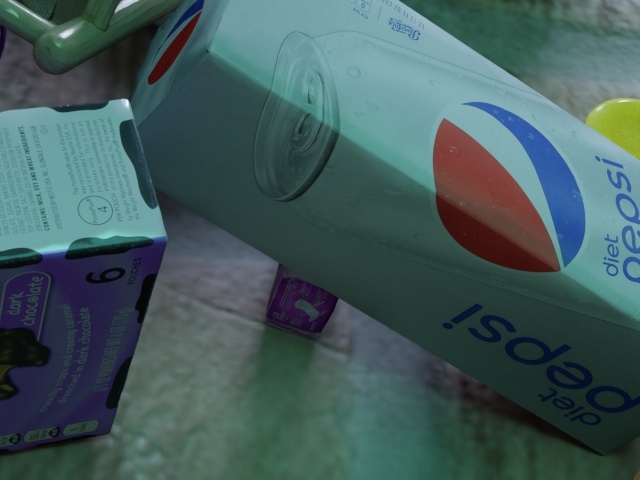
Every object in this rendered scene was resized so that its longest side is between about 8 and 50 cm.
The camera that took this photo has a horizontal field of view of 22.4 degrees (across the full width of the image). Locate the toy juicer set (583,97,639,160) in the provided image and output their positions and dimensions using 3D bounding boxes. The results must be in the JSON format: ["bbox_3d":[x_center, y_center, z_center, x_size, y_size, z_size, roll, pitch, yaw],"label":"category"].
[{"bbox_3d":[0.298,0.007,0.834,0.329,0.089,0.209,37,56,21],"label":"toy juicer set"}]

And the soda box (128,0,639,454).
[{"bbox_3d":[0.056,-0.018,0.723,0.286,0.098,0.091,31,49,-18],"label":"soda box"}]

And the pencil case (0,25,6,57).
[{"bbox_3d":[-0.230,-0.119,0.781,0.152,0.064,0.070,29,70,3],"label":"pencil case"}]

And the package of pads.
[{"bbox_3d":[0.000,0.000,0.775,0.032,0.050,0.083,19,51,-4],"label":"package of pads"}]

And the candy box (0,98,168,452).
[{"bbox_3d":[-0.173,0.028,0.626,0.196,0.165,0.070,-8,60,-21],"label":"candy box"}]

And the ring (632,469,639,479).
[{"bbox_3d":[0.267,0.182,0.618,0.336,0.032,0.336,6,52,-8],"label":"ring"}]

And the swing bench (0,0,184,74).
[{"bbox_3d":[-0.147,-0.215,0.797,0.253,0.165,0.255,32,14,9],"label":"swing bench"}]
